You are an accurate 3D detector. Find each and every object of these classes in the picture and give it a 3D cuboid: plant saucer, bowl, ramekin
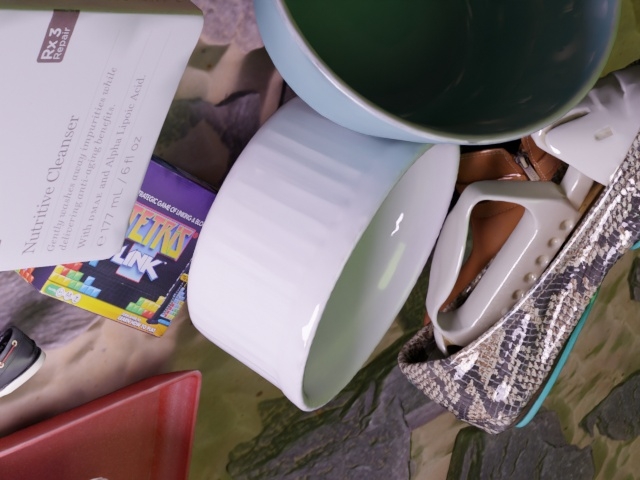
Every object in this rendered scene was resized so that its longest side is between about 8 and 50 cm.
[{"bbox_3d":[-0.236,0.251,1.456,0.258,0.047,0.259,-21,133,-39],"label":"plant saucer"},{"bbox_3d":[0.068,-0.206,1.256,0.311,0.312,0.163,-35,-177,-26],"label":"bowl"},{"bbox_3d":[0.000,0.000,1.385,0.277,0.135,0.277,-53,162,-26],"label":"ramekin"}]

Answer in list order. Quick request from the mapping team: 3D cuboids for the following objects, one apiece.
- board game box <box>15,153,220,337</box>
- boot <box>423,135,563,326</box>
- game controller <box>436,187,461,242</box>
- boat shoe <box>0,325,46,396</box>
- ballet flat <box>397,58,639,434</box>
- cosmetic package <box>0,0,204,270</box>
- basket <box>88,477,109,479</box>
[{"bbox_3d":[-0.160,-0.003,1.328,0.141,0.048,0.170,-56,146,4],"label":"board game box"},{"bbox_3d":[0.179,-0.020,1.579,0.283,0.109,0.220,-34,135,14],"label":"boot"},{"bbox_3d":[0.115,-0.120,1.559,0.166,0.067,0.319,-31,141,-8],"label":"game controller"},{"bbox_3d":[-0.290,0.125,1.291,0.133,0.049,0.042,-43,117,-4],"label":"boat shoe"},{"bbox_3d":[0.225,-0.024,1.455,0.182,0.164,0.483,27,115,-14],"label":"ballet flat"},{"bbox_3d":[-0.286,-0.095,0.997,0.385,0.156,0.217,-10,132,-47],"label":"cosmetic package"},{"bbox_3d":[-0.178,0.345,1.305,0.254,0.289,0.201,-2,121,-48],"label":"basket"}]
